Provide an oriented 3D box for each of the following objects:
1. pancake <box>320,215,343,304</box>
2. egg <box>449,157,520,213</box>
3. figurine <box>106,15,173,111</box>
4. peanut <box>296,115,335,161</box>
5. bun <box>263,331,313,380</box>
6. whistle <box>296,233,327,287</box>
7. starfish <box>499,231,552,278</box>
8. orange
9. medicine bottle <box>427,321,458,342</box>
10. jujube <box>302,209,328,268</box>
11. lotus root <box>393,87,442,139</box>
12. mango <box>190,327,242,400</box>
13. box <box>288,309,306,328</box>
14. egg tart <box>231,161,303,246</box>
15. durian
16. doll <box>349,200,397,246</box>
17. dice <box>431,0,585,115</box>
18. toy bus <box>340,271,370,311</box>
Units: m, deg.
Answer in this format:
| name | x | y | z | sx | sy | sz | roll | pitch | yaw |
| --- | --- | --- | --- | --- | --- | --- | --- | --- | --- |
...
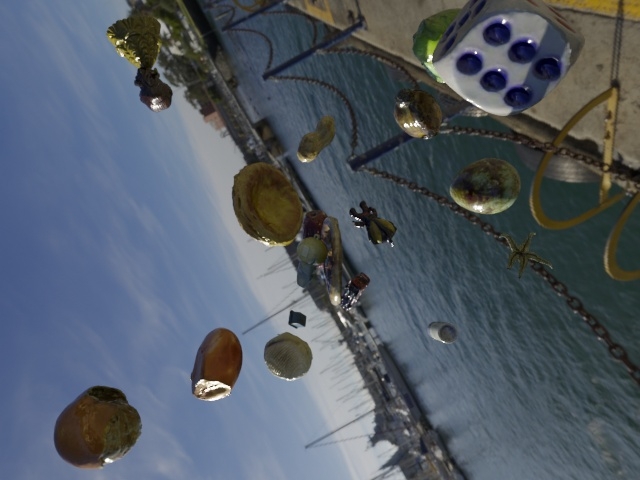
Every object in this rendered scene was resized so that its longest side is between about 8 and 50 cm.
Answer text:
| name | x | y | z | sx | sy | sz | roll | pitch | yaw |
| --- | --- | --- | --- | --- | --- | --- | --- | --- | --- |
| pancake | 0.047 | 0.078 | 1.687 | 0.356 | 0.065 | 0.357 | 178 | 90 | -81 |
| egg | 0.708 | -0.234 | 1.868 | 0.289 | 0.238 | 0.238 | 4 | 139 | 30 |
| figurine | -0.626 | -0.617 | 1.562 | 0.168 | 0.187 | 0.316 | -24 | 85 | 58 |
| peanut | -0.015 | -0.436 | 1.863 | 0.098 | 0.229 | 0.103 | 41 | 177 | 18 |
| bun | -0.134 | 0.498 | 1.900 | 0.221 | 0.220 | 0.134 | 62 | -159 | -7 |
| whistle | -0.038 | 0.077 | 1.665 | 0.123 | 0.122 | 0.223 | -124 | 47 | -62 |
| starfish | 0.773 | 0.052 | 1.640 | 0.216 | 0.224 | 0.050 | 30 | 156 | 21 |
| orange | -0.411 | 0.345 | 0.807 | 0.156 | 0.156 | 0.134 | -147 | 63 | -84 |
| medicine bottle | 0.375 | 0.283 | 1.344 | 0.059 | 0.059 | 0.231 | 61 | -179 | 11 |
| jujube | 0.000 | 0.000 | 2.093 | 0.197 | 0.197 | 0.291 | -125 | 19 | -66 |
| lotus root | 0.273 | -0.363 | 1.226 | 0.209 | 0.120 | 0.120 | 31 | -159 | -46 |
| mango | -0.342 | 0.394 | 1.450 | 0.138 | 0.187 | 0.257 | 34 | -145 | -24 |
| box | -0.107 | 0.375 | 2.042 | 0.099 | 0.054 | 0.074 | 45 | -132 | -57 |
| egg tart | -0.197 | -0.113 | 1.479 | 0.318 | 0.128 | 0.320 | 27 | -126 | -44 |
| durian | 0.446 | -0.620 | 1.403 | 0.339 | 0.255 | 0.205 | 11 | -113 | -58 |
| doll | 0.227 | -0.066 | 1.841 | 0.249 | 0.127 | 0.088 | 53 | -164 | 28 |
| dice | 0.456 | -0.480 | 1.077 | 0.259 | 0.243 | 0.251 | 31 | -138 | -10 |
| toy bus | 0.140 | 0.223 | 1.850 | 0.073 | 0.096 | 0.235 | 42 | 145 | 13 |
